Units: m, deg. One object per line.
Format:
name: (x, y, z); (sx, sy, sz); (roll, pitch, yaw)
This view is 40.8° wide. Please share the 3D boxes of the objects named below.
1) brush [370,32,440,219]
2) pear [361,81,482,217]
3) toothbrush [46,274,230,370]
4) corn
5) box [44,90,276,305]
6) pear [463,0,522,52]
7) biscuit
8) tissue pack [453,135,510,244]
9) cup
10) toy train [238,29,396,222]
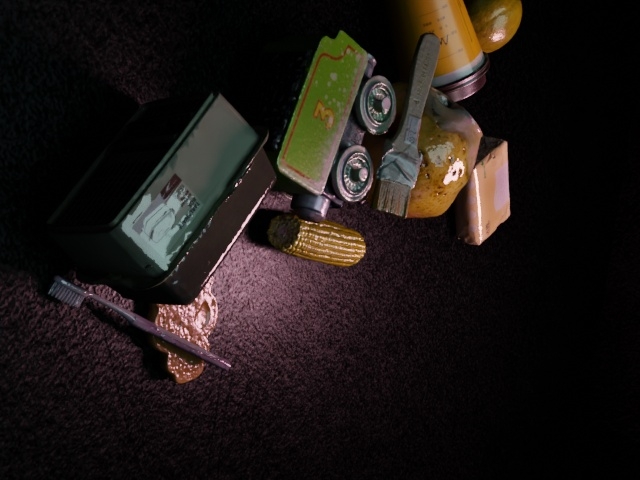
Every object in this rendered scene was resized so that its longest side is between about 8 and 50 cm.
brush: (0.156, -0.205, 1.488); (0.085, 0.020, 0.336); (17, 80, -23)
pear: (0.174, -0.167, 1.647); (0.271, 0.271, 0.271); (-20, 115, -52)
toothbrush: (-0.256, 0.132, 1.264); (0.354, 0.024, 0.029); (36, 83, -44)
corn: (0.000, 0.000, 1.590); (0.248, 0.081, 0.081); (15, 86, -56)
box: (-0.206, -0.056, 1.157); (0.166, 0.221, 0.290); (52, 57, -33)
pear: (0.371, -0.500, 1.939); (0.162, 0.149, 0.149); (-41, 133, -19)
biscuit: (-0.216, 0.108, 1.345); (0.144, 0.040, 0.236); (-16, 115, -44)
tissue pack: (0.397, -0.123, 2.122); (0.186, 0.090, 0.222); (-37, 127, -42)
cup: (0.218, -0.417, 1.714); (0.196, 0.196, 0.279); (-47, 126, -38)
toy train: (-0.014, -0.200, 1.449); (0.249, 0.173, 0.307); (31, 74, -45)
